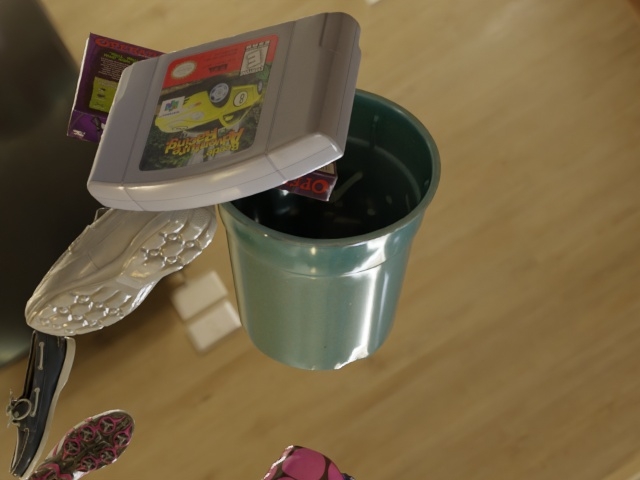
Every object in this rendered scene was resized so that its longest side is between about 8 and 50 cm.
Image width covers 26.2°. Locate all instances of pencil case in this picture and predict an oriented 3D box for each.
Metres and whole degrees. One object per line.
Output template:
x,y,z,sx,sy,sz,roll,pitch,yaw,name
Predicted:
-0.047,0.334,1.571,0.095,0.209,0.098,-2,123,37,pencil case

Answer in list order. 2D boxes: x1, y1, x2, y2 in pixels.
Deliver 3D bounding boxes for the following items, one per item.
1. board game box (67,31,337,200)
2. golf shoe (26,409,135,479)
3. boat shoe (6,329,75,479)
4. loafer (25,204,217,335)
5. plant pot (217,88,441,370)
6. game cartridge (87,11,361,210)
-0.151,-0.165,1.818,0.208,0.346,0.056,-90,18,-50,board game box
-0.317,0.276,1.824,0.067,0.186,0.086,48,-163,-12,golf shoe
-0.487,0.276,2.323,0.079,0.255,0.095,20,176,-24,boat shoe
-0.251,0.016,1.714,0.112,0.319,0.112,30,-142,-42,loafer
0.000,0.000,2.084,0.334,0.341,0.341,92,154,-45,plant pot
-0.104,-0.126,1.424,0.060,0.294,0.196,48,-140,-46,game cartridge
